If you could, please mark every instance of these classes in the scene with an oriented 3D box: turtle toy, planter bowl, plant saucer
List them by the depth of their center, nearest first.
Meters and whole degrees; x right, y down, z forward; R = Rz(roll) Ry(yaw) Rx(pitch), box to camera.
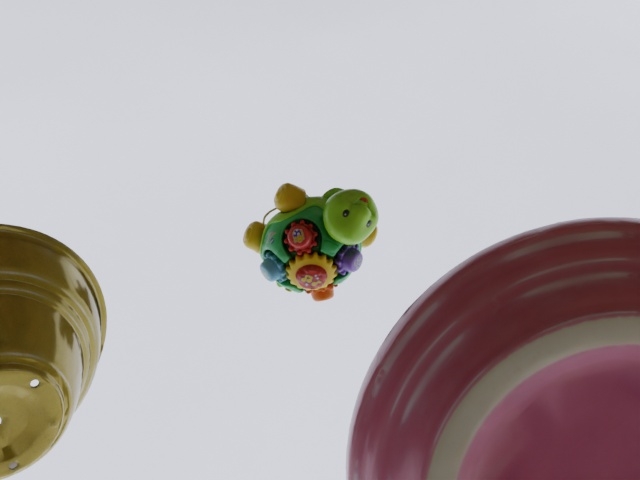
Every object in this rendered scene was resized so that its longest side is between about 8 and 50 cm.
[{"bbox_3d":[0.184,0.154,1.181,0.332,0.332,0.084,-9,-164,-2],"label":"plant saucer"},{"bbox_3d":[-0.237,0.102,1.281,0.217,0.217,0.090,-21,-138,-14],"label":"planter bowl"},{"bbox_3d":[0.000,0.000,1.494,0.095,0.130,0.066,23,-141,-22],"label":"turtle toy"}]
